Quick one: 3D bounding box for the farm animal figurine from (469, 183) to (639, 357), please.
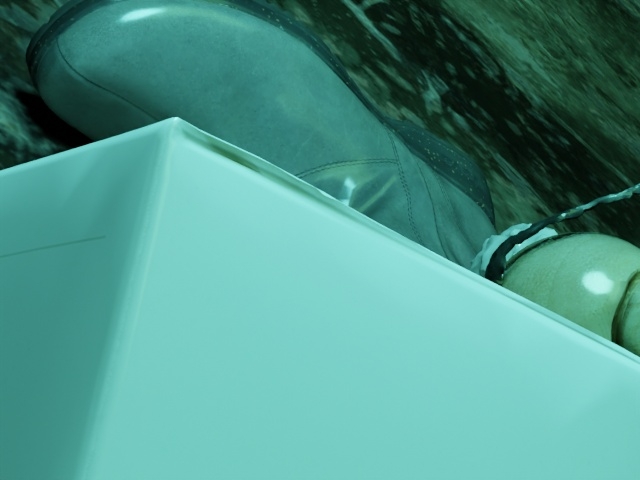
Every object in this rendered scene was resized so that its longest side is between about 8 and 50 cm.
[{"bbox_3d":[0.149,0.137,0.889,0.330,0.172,0.326,144,-70,-76],"label":"farm animal figurine"}]

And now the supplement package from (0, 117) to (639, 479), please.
[{"bbox_3d":[-0.054,0.147,0.472,0.175,0.177,0.293,27,65,-35],"label":"supplement package"}]

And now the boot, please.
[{"bbox_3d":[0.000,0.000,1.081,0.338,0.118,0.222,23,35,-31],"label":"boot"}]
